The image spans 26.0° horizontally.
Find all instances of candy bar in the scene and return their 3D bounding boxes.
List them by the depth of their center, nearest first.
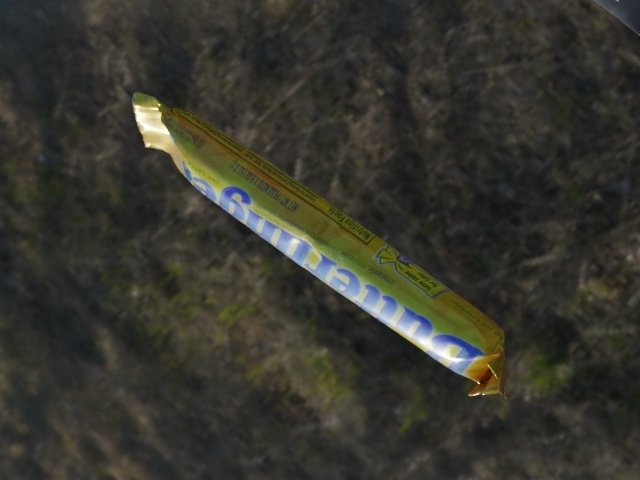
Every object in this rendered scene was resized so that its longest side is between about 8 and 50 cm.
[{"bbox_3d":[0.000,0.000,0.468,0.161,0.018,0.040,36,160,17],"label":"candy bar"}]

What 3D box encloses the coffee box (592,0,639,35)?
[{"bbox_3d":[0.328,-0.374,1.342,0.168,0.119,0.297,46,146,38],"label":"coffee box"}]
